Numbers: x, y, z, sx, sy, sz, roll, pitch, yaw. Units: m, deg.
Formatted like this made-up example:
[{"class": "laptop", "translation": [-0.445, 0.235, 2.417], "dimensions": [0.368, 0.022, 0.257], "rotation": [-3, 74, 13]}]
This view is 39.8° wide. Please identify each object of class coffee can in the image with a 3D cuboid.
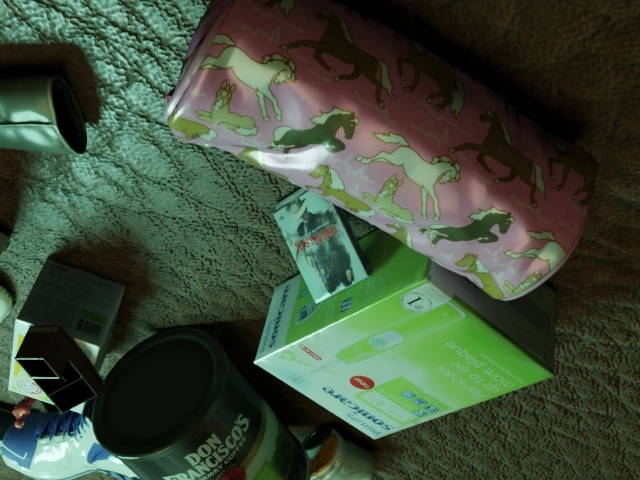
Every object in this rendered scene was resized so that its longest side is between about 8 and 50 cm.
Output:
[{"class": "coffee can", "translation": [-0.159, 0.282, 1.246], "dimensions": [0.201, 0.202, 0.275], "rotation": [-9, 136, 25]}]

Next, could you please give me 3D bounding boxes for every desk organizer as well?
[{"class": "desk organizer", "translation": [-0.327, 0.163, 1.112], "dimensions": [0.047, 0.050, 0.130], "rotation": [-2, 138, 18]}]

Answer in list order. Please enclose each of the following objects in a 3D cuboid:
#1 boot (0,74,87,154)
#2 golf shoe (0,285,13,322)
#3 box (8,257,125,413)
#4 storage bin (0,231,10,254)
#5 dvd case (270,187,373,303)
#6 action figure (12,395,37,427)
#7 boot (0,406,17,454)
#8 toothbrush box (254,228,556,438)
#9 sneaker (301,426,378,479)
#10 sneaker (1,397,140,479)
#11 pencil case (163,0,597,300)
[{"class": "boot", "translation": [-0.365, -0.152, 0.902], "dimensions": [0.208, 0.076, 0.190], "rotation": [7, 153, 19]}, {"class": "golf shoe", "translation": [-0.486, 0.121, 1.247], "dimensions": [0.069, 0.086, 0.176], "rotation": [26, 137, -11]}, {"class": "box", "translation": [-0.349, 0.135, 1.207], "dimensions": [0.114, 0.103, 0.203], "rotation": [20, 140, -7]}, {"class": "storage bin", "translation": [-0.538, 0.106, 1.107], "dimensions": [0.123, 0.262, 0.260], "rotation": [38, 135, -27]}, {"class": "dvd case", "translation": [0.000, 0.000, 0.960], "dimensions": [0.087, 0.013, 0.119], "rotation": [-30, 82, 41]}, {"class": "action figure", "translation": [-0.434, 0.230, 1.333], "dimensions": [0.038, 0.115, 0.030], "rotation": [-16, 132, 32]}, {"class": "boot", "translation": [-0.608, 0.269, 1.457], "dimensions": [0.236, 0.085, 0.179], "rotation": [7, 137, 9]}, {"class": "toothbrush box", "translation": [0.096, 0.102, 1.024], "dimensions": [0.206, 0.122, 0.283], "rotation": [37, 137, -25]}, {"class": "sneaker", "translation": [-0.014, 0.388, 1.413], "dimensions": [0.121, 0.099, 0.262], "rotation": [29, 139, -23]}, {"class": "sneaker", "translation": [-0.350, 0.288, 1.388], "dimensions": [0.315, 0.127, 0.182], "rotation": [5, 128, 15]}, {"class": "pencil case", "translation": [0.059, -0.087, 0.789], "dimensions": [0.386, 0.160, 0.167], "rotation": [26, 168, -14]}]
